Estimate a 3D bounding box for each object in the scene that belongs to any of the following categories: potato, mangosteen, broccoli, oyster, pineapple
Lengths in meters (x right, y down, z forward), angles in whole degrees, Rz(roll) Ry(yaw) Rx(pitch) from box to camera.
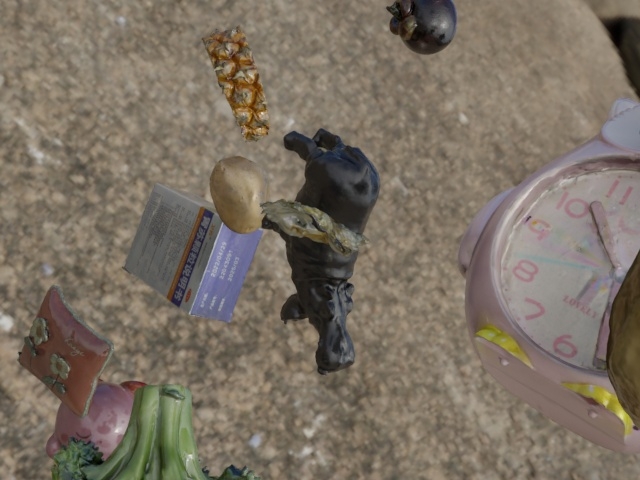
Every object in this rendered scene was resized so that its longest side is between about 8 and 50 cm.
[{"bbox_3d":[-0.138,-0.082,1.617,0.112,0.112,0.147,-70,160,-53],"label":"potato"},{"bbox_3d":[0.183,-0.406,1.712,0.140,0.140,0.140,32,37,-28],"label":"mangosteen"},{"bbox_3d":[-0.222,0.341,1.239,0.288,0.235,0.259,18,41,-42],"label":"broccoli"},{"bbox_3d":[-0.007,-0.014,1.122,0.146,0.045,0.121,27,2,-4],"label":"oyster"},{"bbox_3d":[-0.146,-0.294,1.632,0.135,0.080,0.233,67,1,-76],"label":"pineapple"}]

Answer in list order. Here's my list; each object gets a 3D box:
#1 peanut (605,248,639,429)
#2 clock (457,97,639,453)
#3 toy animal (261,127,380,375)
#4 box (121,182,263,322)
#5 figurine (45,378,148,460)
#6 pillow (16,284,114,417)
[{"bbox_3d":[0.312,0.015,0.665,0.170,0.387,0.192,32,53,25],"label":"peanut"},{"bbox_3d":[0.355,0.039,1.053,0.368,0.376,0.250,30,-16,26],"label":"clock"},{"bbox_3d":[0.000,0.013,1.330,0.106,0.343,0.168,-17,32,-41],"label":"toy animal"},{"bbox_3d":[-0.264,0.018,1.890,0.106,0.200,0.299,17,6,-41],"label":"box"},{"bbox_3d":[-0.409,0.343,1.728,0.173,0.173,0.173,32,37,-28],"label":"figurine"},{"bbox_3d":[-0.437,0.192,1.579,0.179,0.171,0.075,37,24,24],"label":"pillow"}]
